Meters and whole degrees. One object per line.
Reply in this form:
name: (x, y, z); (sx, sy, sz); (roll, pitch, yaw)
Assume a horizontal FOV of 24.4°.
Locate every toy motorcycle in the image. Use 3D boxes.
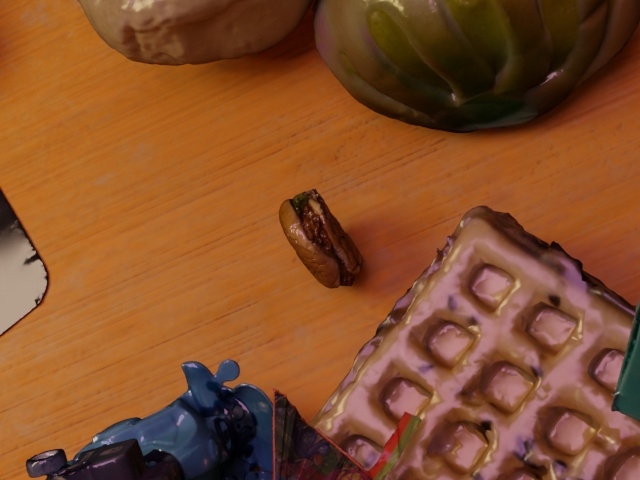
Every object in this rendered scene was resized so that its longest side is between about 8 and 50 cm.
toy motorcycle: (-0.120, 0.175, 1.101); (0.182, 0.272, 0.123); (-17, 98, 7)

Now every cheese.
cheese: (-0.105, -0.261, 1.250); (0.226, 0.117, 0.214); (-11, 68, 12)

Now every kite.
kite: (0.023, 0.178, 1.015); (0.190, 0.010, 0.159); (41, 64, 12)

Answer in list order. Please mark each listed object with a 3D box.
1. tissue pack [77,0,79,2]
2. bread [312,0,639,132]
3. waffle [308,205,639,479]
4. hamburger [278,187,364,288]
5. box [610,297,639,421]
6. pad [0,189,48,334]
tissue pack: (-0.146, -0.262, 1.351); (0.108, 0.060, 0.148); (20, 81, 23)
bread: (0.108, -0.181, 1.171); (0.260, 0.156, 0.158); (-18, 66, 32)
waffle: (0.184, 0.177, 1.049); (0.376, 0.114, 0.261); (39, 87, 26)
hamburger: (0.000, 0.000, 1.191); (0.044, 0.083, 0.076); (-32, 30, 1)
box: (0.309, -0.033, 0.941); (0.118, 0.205, 0.311); (24, 62, 19)
pad: (-0.382, 0.060, 1.359); (0.267, 0.004, 0.181); (-38, 64, 5)
